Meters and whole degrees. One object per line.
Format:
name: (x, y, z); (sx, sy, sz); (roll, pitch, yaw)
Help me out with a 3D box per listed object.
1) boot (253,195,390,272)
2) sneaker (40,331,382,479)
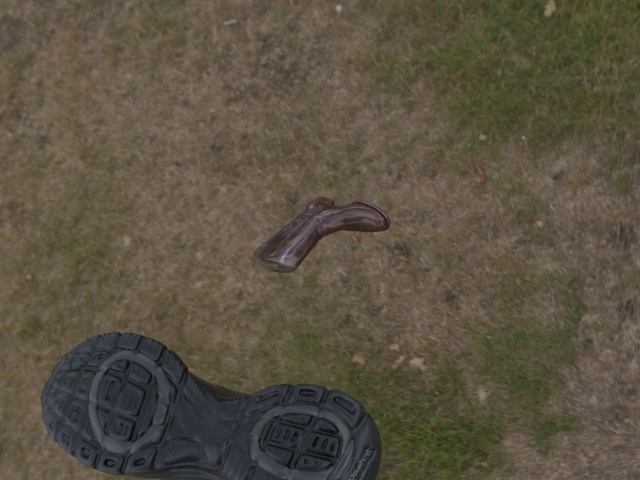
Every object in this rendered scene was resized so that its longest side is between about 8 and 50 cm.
boot: (0.000, 0.000, 0.660); (0.106, 0.037, 0.114); (10, 38, 37)
sneaker: (-0.092, 0.162, 0.529); (0.286, 0.130, 0.109); (14, 60, 15)
